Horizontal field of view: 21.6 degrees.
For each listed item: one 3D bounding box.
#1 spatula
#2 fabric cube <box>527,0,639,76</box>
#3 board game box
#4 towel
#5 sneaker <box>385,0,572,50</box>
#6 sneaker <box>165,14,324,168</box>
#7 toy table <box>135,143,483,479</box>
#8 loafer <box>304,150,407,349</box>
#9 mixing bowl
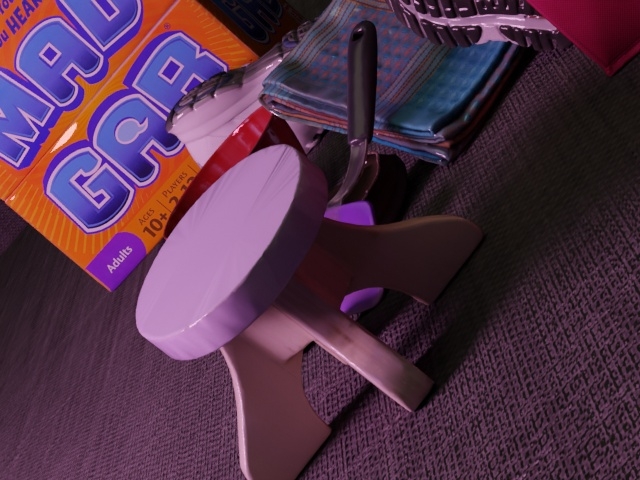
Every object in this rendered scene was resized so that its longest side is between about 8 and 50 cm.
[{"bbox_3d":[0.026,-0.068,1.436,0.084,0.030,0.296,-20,49,36],"label":"spatula"},{"bbox_3d":[0.219,-0.335,1.253,0.259,0.258,0.254,-43,15,31],"label":"fabric cube"},{"bbox_3d":[-0.257,-0.222,2.181,0.356,0.356,0.356,-47,8,16],"label":"board game box"},{"bbox_3d":[0.125,-0.245,1.562,0.271,0.040,0.370,19,69,48],"label":"towel"},{"bbox_3d":[0.144,-0.220,1.437,0.208,0.081,0.094,15,57,30],"label":"sneaker"},{"bbox_3d":[-0.027,-0.165,1.918,0.297,0.129,0.111,-27,18,15],"label":"sneaker"},{"bbox_3d":[-0.017,0.044,1.233,0.252,0.161,0.274,-49,15,8],"label":"toy table"},{"bbox_3d":[0.000,0.000,1.458,0.220,0.078,0.080,-58,15,-24],"label":"loafer"},{"bbox_3d":[-0.070,-0.045,1.752,0.181,0.098,0.181,-48,14,15],"label":"mixing bowl"}]
